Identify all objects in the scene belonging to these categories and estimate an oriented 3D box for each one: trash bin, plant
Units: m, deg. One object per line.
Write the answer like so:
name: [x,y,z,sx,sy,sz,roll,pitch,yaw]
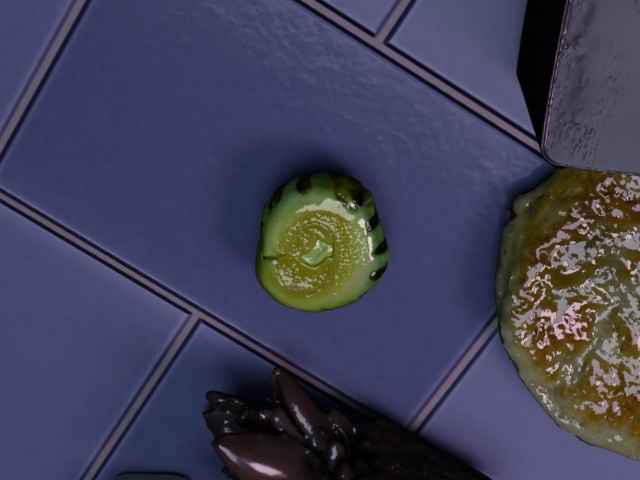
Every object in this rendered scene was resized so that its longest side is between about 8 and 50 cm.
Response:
trash bin: [0.231,-0.163,1.144,0.115,0.225,0.165,8,114,2]
plant: [0.021,0.258,1.381,0.321,0.181,0.194,19,114,-7]

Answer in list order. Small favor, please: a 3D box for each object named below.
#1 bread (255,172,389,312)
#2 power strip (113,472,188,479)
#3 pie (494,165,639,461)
bread: [0.000,0.000,1.326,0.130,0.071,0.139,-5,114,12]
power strip: [-0.174,0.433,1.540,0.091,0.062,0.385,1,113,9]
pie: [0.317,0.067,1.318,0.297,0.078,0.371,-21,108,14]
